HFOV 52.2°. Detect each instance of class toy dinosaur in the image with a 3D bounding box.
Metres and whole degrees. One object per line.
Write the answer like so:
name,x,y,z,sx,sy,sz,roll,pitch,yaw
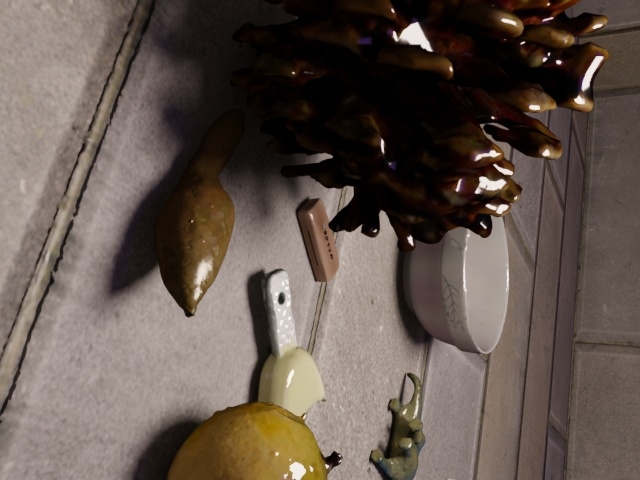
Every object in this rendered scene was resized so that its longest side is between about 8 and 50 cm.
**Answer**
toy dinosaur,0.153,0.375,1.163,0.247,0.075,0.188,-68,153,-42

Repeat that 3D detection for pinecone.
pinecone,0.093,-0.171,0.735,0.398,0.398,0.397,0,90,-60

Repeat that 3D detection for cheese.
cheese,-0.044,0.152,0.806,0.127,0.050,0.234,-26,111,-55

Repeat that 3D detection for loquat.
loquat,-0.079,0.253,0.657,0.205,0.149,0.172,-25,141,-23

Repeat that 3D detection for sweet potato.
sweet potato,-0.121,-0.033,0.656,0.074,0.075,0.269,55,32,-45

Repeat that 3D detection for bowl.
bowl,0.248,0.064,1.225,0.287,0.144,0.286,-2,92,-61

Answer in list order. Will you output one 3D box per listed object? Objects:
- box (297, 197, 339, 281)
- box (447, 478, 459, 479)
box,0.000,0.000,0.909,0.048,0.025,0.115,-46,129,-49
box,0.298,0.661,1.388,0.164,0.069,0.256,53,47,-47
